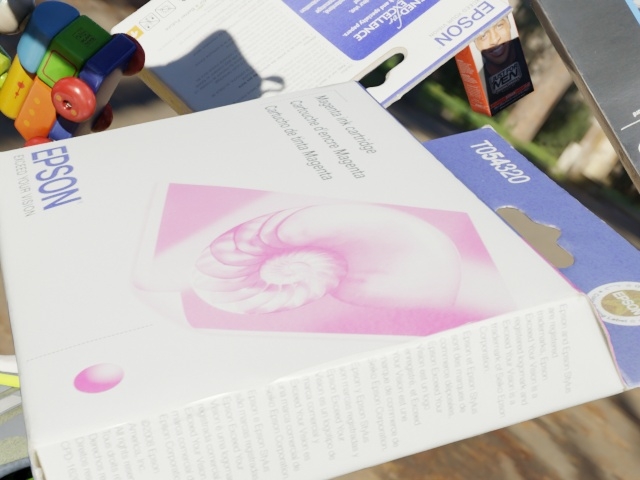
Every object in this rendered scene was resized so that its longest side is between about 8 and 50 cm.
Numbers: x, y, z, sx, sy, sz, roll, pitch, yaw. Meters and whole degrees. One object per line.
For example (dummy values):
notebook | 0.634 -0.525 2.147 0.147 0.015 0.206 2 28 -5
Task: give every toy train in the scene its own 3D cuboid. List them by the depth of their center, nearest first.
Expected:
toy train | -0.278 -0.129 1.164 0.143 0.248 0.105 39 45 -2

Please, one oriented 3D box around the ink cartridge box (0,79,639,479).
ink cartridge box | 0.000 0.000 0.655 0.330 0.071 0.324 -15 27 -12

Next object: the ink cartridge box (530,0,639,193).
ink cartridge box | 0.349 -0.158 1.219 0.333 0.165 0.065 65 5 23

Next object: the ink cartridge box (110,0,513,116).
ink cartridge box | -0.013 -0.210 1.277 0.307 0.303 0.072 45 -14 30

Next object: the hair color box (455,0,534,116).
hair color box | 0.201 -0.228 1.483 0.043 0.072 0.141 29 -33 57

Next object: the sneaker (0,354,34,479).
sneaker | -0.220 0.134 0.756 0.121 0.300 0.111 -67 141 -51
